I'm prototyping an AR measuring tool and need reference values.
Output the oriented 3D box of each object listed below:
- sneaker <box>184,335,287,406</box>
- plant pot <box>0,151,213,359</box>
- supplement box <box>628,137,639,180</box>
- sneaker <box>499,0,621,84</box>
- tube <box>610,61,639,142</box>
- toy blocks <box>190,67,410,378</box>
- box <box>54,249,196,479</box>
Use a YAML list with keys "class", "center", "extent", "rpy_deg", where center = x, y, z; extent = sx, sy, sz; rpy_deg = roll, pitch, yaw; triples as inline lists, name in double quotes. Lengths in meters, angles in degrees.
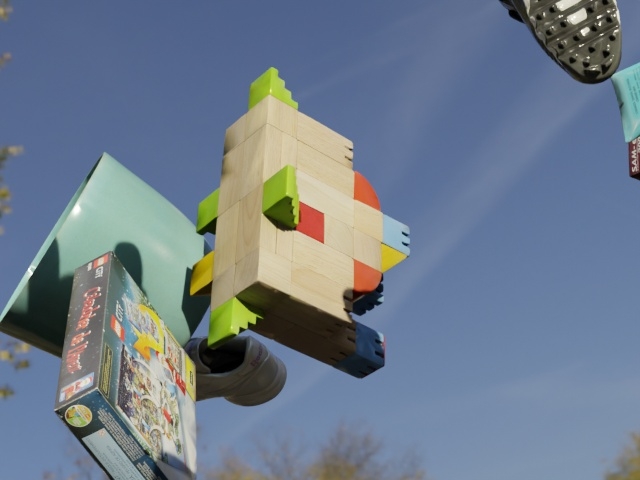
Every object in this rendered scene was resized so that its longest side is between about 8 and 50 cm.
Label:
- class: "sneaker"
  center: [-0.213, 0.197, 1.965]
  extent: [0.305, 0.114, 0.152]
  rpy_deg: [-11, -34, 13]
- class: "plant pot"
  center: [-0.284, 0.058, 1.800]
  extent: [0.235, 0.293, 0.293]
  rpy_deg: [32, -42, -13]
- class: "supplement box"
  center: [0.585, -0.139, 1.850]
  extent: [0.130, 0.073, 0.239]
  rpy_deg: [21, -30, -34]
- class: "sneaker"
  center: [0.212, -0.230, 1.178]
  extent: [0.078, 0.234, 0.106]
  rpy_deg: [-28, -25, 2]
- class: "tube"
  center: [0.369, -0.169, 1.189]
  extent: [0.207, 0.080, 0.052]
  rpy_deg: [-27, -41, 32]
- class: "toy blocks"
  center: [0.000, 0.000, 1.622]
  extent: [0.261, 0.381, 0.190]
  rpy_deg: [27, -43, -31]
- class: "box"
  center: [-0.172, 0.132, 1.155]
  extent: [0.044, 0.233, 0.159]
  rpy_deg: [-28, -63, 9]
